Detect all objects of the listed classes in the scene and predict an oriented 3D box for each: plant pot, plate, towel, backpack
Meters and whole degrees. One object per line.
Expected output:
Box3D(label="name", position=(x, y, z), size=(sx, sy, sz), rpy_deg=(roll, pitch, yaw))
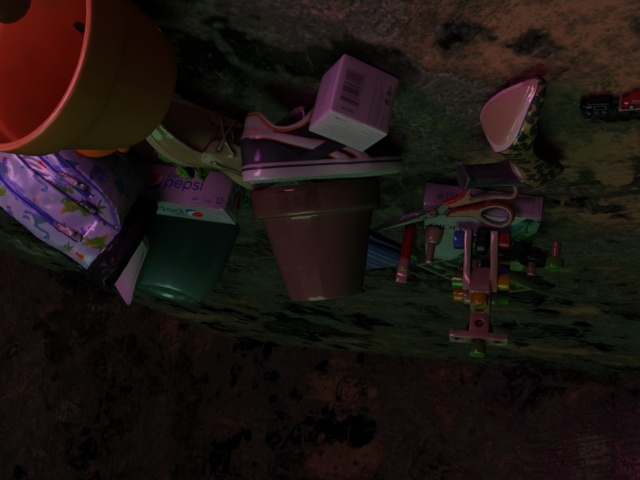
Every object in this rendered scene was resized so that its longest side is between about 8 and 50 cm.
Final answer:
Box3D(label="plant pot", position=(-0.399, 0.041, 1.852), size=(0.293, 0.235, 0.293), rpy_deg=(12, 162, 4))
Box3D(label="plate", position=(-0.529, -0.011, 1.721), size=(0.045, 0.278, 0.277), rpy_deg=(-21, 155, -38))
Box3D(label="towel", position=(0.077, 0.028, 1.823), size=(0.243, 0.040, 0.336), rpy_deg=(22, 162, -31))
Box3D(label="plant pot", position=(0.000, 0.000, 1.320), size=(0.263, 0.229, 0.263), rpy_deg=(-6, -178, 0))
Box3D(label="backpack", position=(-0.525, -0.108, 1.367), size=(0.356, 0.273, 0.290), rpy_deg=(27, -158, -10))
Box3D(label="plant pot", position=(-0.343, -0.247, 0.925), size=(0.291, 0.290, 0.203), rpy_deg=(2, 175, 31))

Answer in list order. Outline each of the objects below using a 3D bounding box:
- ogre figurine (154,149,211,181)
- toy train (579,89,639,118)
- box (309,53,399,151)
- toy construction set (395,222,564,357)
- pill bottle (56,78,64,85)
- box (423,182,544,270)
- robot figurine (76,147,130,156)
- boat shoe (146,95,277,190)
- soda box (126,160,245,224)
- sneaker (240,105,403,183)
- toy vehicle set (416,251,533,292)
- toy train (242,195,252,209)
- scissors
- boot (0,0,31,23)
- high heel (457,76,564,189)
Box3D(label="ogre figurine", position=(-0.244, -0.170, 1.332), size=(0.118, 0.197, 0.096), rpy_deg=(17, 122, 31))
Box3D(label="toy train", position=(0.443, -0.193, 0.912), size=(0.158, 0.027, 0.036), rpy_deg=(2, 148, 32))
Box3D(label="box", position=(0.051, -0.208, 1.008), size=(0.102, 0.101, 0.087), rpy_deg=(20, 161, -20))
Box3D(label="toy construction set", position=(0.301, 0.108, 1.385), size=(0.309, 0.237, 0.257), rpy_deg=(15, 161, -5))
Box3D(label="pill bottle", position=(-0.525, -0.288, 1.095), size=(0.246, 0.136, 0.136), rpy_deg=(1, 159, 47))
Box3D(label="box", position=(0.345, -0.022, 1.437), size=(0.232, 0.058, 0.322), rpy_deg=(9, 162, 14))
Box3D(label="robot figurine", position=(-0.425, -0.236, 1.212), size=(0.128, 0.158, 0.219), rpy_deg=(-11, 166, -12))
Box3D(label="boat shoe", position=(-0.179, -0.189, 1.221), size=(0.110, 0.121, 0.341), rpy_deg=(-8, 164, 37))
Box3D(label="soda box", position=(-0.330, -0.114, 1.559), size=(0.286, 0.098, 0.091), rpy_deg=(7, 160, 15))
Box3D(label="sneaker", position=(0.012, -0.169, 1.151), size=(0.321, 0.127, 0.126), rpy_deg=(-5, -179, -34))
Box3D(label="toy vehicle set", position=(0.409, 0.081, 1.736), size=(0.267, 0.035, 0.166), rpy_deg=(23, 159, -28))
Box3D(label="toy train", position=(-0.194, -0.101, 1.623), size=(0.017, 0.023, 0.083), rpy_deg=(3, 160, 29))
Box3D(label="scissors", position=(0.238, -0.070, 1.290), size=(0.297, 0.021, 0.109), rpy_deg=(-1, 120, 20))
Box3D(label="boot", position=(-0.431, -0.416, 0.747), size=(0.220, 0.109, 0.283), rpy_deg=(37, 144, 11))
Box3D(label="high heel", position=(0.340, -0.167, 1.022), size=(0.186, 0.093, 0.261), rpy_deg=(-6, 153, -14))
